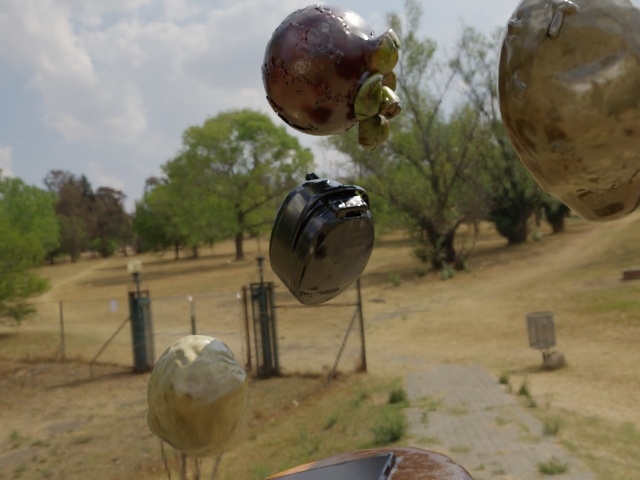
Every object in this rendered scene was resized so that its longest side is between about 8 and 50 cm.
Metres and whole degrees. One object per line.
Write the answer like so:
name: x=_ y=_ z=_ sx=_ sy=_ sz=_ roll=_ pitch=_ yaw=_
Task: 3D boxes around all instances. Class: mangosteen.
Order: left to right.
mangosteen: x=0.020 y=-0.200 z=0.890 sx=0.180 sy=0.166 sz=0.166 roll=25 pitch=5 yaw=11

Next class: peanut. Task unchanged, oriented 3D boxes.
peanut: x=-0.142 y=0.183 z=0.857 sx=0.109 sy=0.140 sz=0.159 roll=-26 pitch=-1 yaw=-40

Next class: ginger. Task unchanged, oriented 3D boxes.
ginger: x=0.265 y=-0.159 z=0.738 sx=0.155 sy=0.244 sz=0.304 roll=-24 pitch=15 yaw=22

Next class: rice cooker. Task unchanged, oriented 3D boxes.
rice cooker: x=0.000 y=0.000 z=0.895 sx=0.112 sy=0.165 sz=0.106 roll=-9 pitch=34 yaw=-36

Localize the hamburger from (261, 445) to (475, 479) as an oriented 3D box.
hamburger: x=0.019 y=0.289 z=0.499 sx=0.291 sy=0.225 sz=0.291 roll=-18 pitch=4 yaw=1
